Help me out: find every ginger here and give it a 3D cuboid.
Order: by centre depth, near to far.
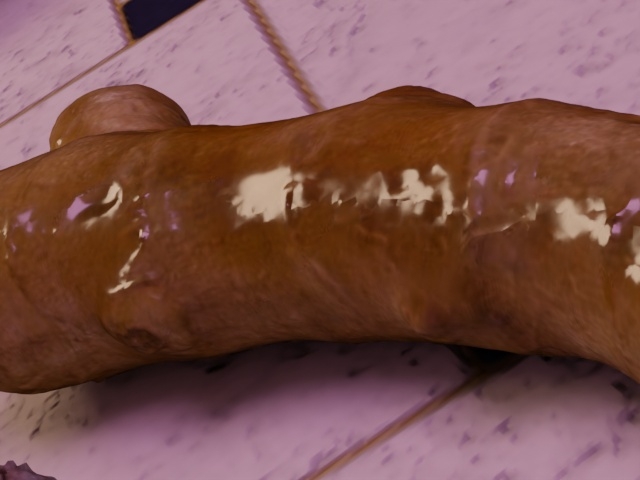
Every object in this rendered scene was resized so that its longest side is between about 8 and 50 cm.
[{"bbox_3d":[0.002,0.002,0.395,0.299,0.065,0.118,4,50,44],"label":"ginger"}]

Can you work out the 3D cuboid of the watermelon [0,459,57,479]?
[{"bbox_3d":[-0.039,0.104,0.274,0.094,0.081,0.180,-8,38,-27],"label":"watermelon"}]
